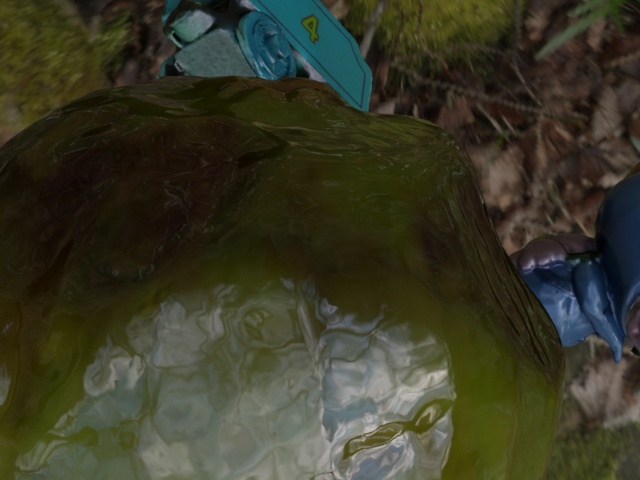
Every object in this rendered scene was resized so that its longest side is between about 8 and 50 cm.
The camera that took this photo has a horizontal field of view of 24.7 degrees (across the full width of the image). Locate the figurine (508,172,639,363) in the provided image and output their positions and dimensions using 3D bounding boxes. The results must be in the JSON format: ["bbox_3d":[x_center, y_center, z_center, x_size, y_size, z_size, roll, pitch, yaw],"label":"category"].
[{"bbox_3d":[0.173,0.039,0.845,0.178,0.144,0.114,-22,134,11],"label":"figurine"}]

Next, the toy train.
[{"bbox_3d":[-0.044,-0.135,1.146,0.107,0.154,0.198,-22,129,31],"label":"toy train"}]

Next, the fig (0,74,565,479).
[{"bbox_3d":[-0.037,0.074,0.530,0.239,0.239,0.271,14,106,-1],"label":"fig"}]

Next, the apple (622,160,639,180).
[{"bbox_3d":[0.425,0.005,1.541,0.246,0.226,0.246,23,127,34],"label":"apple"}]
